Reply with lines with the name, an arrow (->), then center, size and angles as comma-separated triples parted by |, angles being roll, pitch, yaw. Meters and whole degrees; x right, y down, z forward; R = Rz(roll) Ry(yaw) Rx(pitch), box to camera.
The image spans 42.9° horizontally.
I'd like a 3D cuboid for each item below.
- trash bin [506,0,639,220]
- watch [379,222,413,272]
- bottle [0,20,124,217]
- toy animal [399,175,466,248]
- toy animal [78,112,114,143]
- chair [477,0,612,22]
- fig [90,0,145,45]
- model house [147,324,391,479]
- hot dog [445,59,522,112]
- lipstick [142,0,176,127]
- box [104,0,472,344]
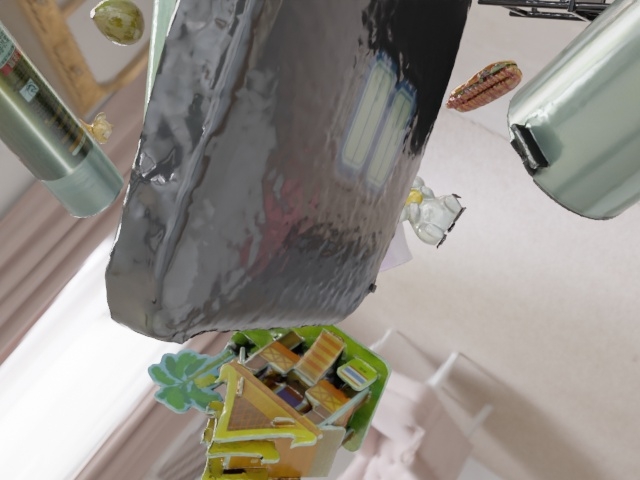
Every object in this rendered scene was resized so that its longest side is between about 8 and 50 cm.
trash bin -> 0.394, -0.179, 0.992 | 0.262, 0.277, 0.217 | -46, 64, 50
watch -> 0.000, 0.000, 1.175 | 0.217, 0.248, 0.211 | -16, 89, 48
bottle -> -0.319, -0.139, 0.882 | 0.082, 0.082, 0.286 | 22, 155, 37
toy animal -> 0.111, -0.048, 1.001 | 0.124, 0.071, 0.085 | 32, -175, 6
toy animal -> -0.381, -0.189, 1.328 | 0.081, 0.083, 0.060 | 63, 163, 16
chair -> 0.377, -0.379, 1.158 | 0.260, 0.141, 0.154 | 15, -167, 32
fig -> -0.314, -0.340, 1.253 | 0.074, 0.074, 0.088 | 21, -170, 39
model house -> -0.121, 0.248, 1.365 | 0.357, 0.312, 0.242 | 37, 128, 24
hot dog -> 0.282, -0.265, 1.416 | 0.144, 0.038, 0.062 | -26, 109, 33
lipstick -> -0.177, -0.212, 1.006 | 0.076, 0.304, 0.076 | 9, -165, -2
box -> -0.001, -0.103, 0.596 | 0.091, 0.359, 0.350 | 19, -176, 23
